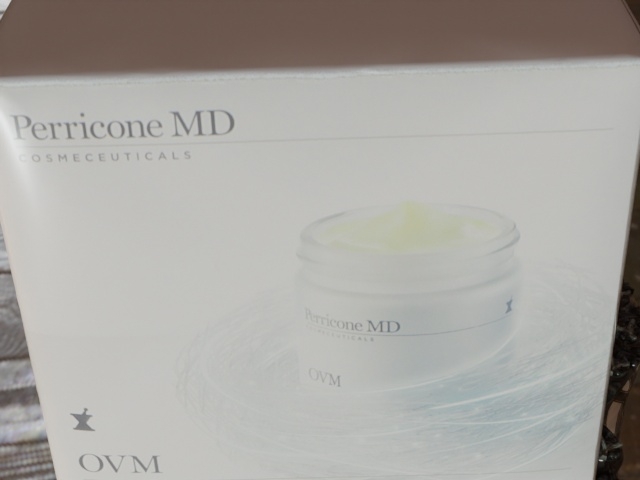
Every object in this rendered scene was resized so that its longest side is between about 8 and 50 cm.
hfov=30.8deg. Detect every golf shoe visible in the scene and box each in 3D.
[{"bbox_3d":[0.169,0.112,0.786,0.077,0.094,0.198,14,56,8],"label":"golf shoe"}]

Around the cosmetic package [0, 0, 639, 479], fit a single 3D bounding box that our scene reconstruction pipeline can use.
[{"bbox_3d":[0.000,0.000,0.482,0.224,0.138,0.225,-2,123,1],"label":"cosmetic package"}]
